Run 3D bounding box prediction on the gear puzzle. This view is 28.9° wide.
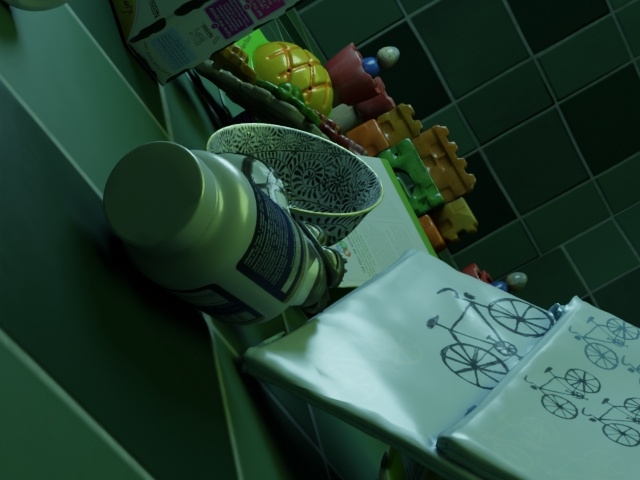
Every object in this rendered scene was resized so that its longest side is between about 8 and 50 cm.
[{"bbox_3d":[-0.053,-0.163,1.397,0.175,0.044,0.339,30,-3,31],"label":"gear puzzle"}]

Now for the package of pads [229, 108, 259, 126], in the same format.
[{"bbox_3d":[-0.071,-0.106,1.437,0.083,0.032,0.050,54,9,-39],"label":"package of pads"}]

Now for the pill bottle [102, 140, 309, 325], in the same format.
[{"bbox_3d":[-0.077,-0.005,0.836,0.094,0.094,0.169,64,9,23],"label":"pill bottle"}]

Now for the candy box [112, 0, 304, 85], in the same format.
[{"bbox_3d":[-0.089,-0.273,1.194,0.071,0.233,0.159,51,12,-49],"label":"candy box"}]

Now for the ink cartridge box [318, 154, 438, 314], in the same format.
[{"bbox_3d":[0.000,0.000,1.328,0.255,0.097,0.189,4,53,-48],"label":"ink cartridge box"}]

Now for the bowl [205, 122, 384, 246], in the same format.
[{"bbox_3d":[-0.033,-0.035,1.158,0.170,0.080,0.170,14,29,-8],"label":"bowl"}]

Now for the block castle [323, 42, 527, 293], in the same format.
[{"bbox_3d":[0.131,-0.064,1.884,0.453,0.212,0.303,62,8,9],"label":"block castle"}]

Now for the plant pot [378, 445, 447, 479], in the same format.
[{"bbox_3d":[0.176,0.208,1.096,0.207,0.227,0.228,16,21,-10],"label":"plant pot"}]

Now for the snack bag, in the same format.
[{"bbox_3d":[0.155,0.107,0.991,0.342,0.037,0.323,26,27,21],"label":"snack bag"}]

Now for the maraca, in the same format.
[{"bbox_3d":[-0.058,-0.228,1.721,0.185,0.099,0.127,39,36,-14],"label":"maraca"}]

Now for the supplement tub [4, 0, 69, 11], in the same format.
[{"bbox_3d":[-0.206,-0.219,0.870,0.071,0.071,0.107,49,15,-55],"label":"supplement tub"}]

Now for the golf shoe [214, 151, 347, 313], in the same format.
[{"bbox_3d":[-0.065,-0.016,1.002,0.094,0.077,0.198,3,27,-42],"label":"golf shoe"}]
